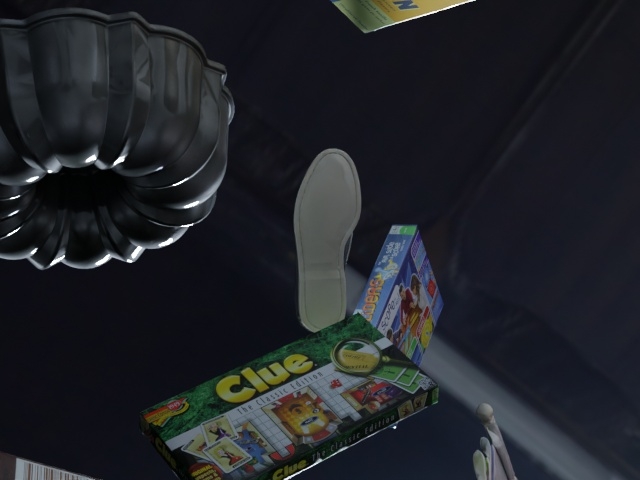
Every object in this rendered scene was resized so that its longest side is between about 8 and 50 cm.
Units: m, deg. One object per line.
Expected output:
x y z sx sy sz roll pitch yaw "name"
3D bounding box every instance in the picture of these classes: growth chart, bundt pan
0.149 0.259 1.214 0.172 0.021 0.237 68 -157 -44 "growth chart"
-0.243 -0.079 1.415 0.330 0.331 0.124 21 -133 -39 "bundt pan"

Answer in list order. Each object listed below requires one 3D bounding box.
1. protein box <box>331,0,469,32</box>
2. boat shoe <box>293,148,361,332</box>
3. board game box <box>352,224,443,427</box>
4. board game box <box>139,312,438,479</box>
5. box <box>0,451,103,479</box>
0.095 -0.314 1.222 0.136 0.201 0.199 40 155 -26 "protein box"
0.000 0.000 1.590 0.075 0.206 0.065 4 180 -12 "boat shoe"
0.086 0.098 1.657 0.201 0.035 0.136 -64 -35 -40 "board game box"
-0.029 0.161 1.360 0.259 0.030 0.136 -24 -139 -27 "board game box"
-0.379 0.412 1.814 0.168 0.203 0.167 19 -147 -22 "box"
